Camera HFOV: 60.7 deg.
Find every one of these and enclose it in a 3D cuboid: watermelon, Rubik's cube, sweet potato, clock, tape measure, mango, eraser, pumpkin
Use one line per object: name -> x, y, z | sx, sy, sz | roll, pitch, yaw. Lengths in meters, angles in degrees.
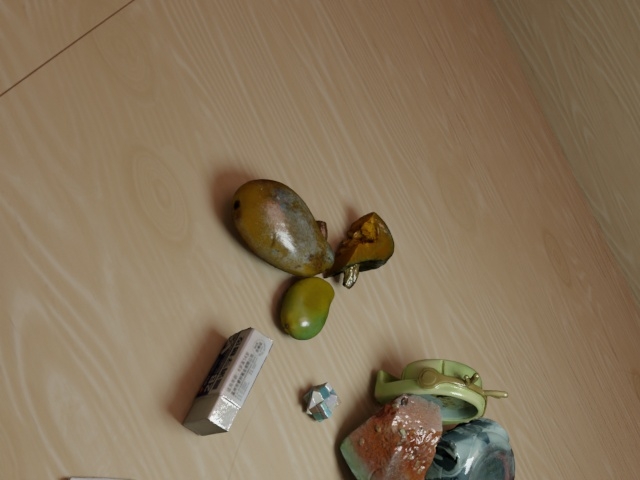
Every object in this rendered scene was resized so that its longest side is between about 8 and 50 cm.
watermelon -> 0.187, 0.481, 1.286 | 0.193, 0.140, 0.257 | 38, 90, -21
Rubik's cube -> 0.000, 0.381, 1.285 | 0.075, 0.084, 0.073 | 47, 43, 6
sweet potato -> 0.000, 0.000, 1.465 | 0.049, 0.049, 0.117 | 9, 71, -38
clock -> 0.310, 0.381, 1.386 | 0.235, 0.308, 0.096 | 33, 51, -26
tape measure -> 0.395, 0.608, 1.449 | 0.256, 0.147, 0.275 | -7, 99, -36
mango -> -0.036, 0.160, 1.349 | 0.122, 0.085, 0.191 | 34, 42, -11
eraser -> -0.190, 0.291, 1.129 | 0.068, 0.124, 0.210 | 41, 50, -19
pumpkin -> 0.118, 0.043, 1.492 | 0.126, 0.131, 0.248 | 46, 51, -16
mango -> -0.085, -0.020, 1.339 | 0.316, 0.146, 0.193 | 43, 48, -27

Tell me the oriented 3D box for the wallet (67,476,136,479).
wallet -> -0.389, 0.452, 0.965 | 0.122, 0.025, 0.061 | 20, 67, -33
